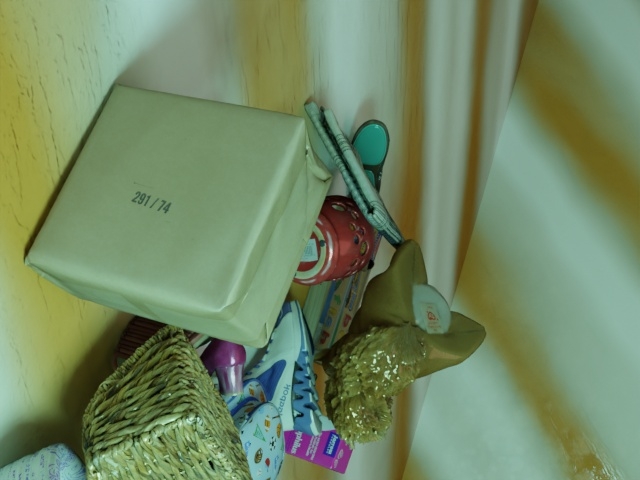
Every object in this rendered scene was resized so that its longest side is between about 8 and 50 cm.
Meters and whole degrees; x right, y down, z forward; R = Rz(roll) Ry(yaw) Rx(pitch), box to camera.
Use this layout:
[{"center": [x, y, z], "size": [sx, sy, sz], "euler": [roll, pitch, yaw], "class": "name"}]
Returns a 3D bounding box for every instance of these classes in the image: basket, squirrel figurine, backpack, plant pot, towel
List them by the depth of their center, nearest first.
[{"center": [-0.248, 0.325, 1.303], "size": [0.223, 0.214, 0.299], "euler": [-117, -176, -51], "class": "basket"}, {"center": [-0.187, 0.386, 1.614], "size": [0.263, 0.213, 0.276], "euler": [-56, 149, -60], "class": "backpack"}, {"center": [0.000, 0.000, 1.828], "size": [0.174, 0.191, 0.191], "euler": [-13, 115, -58], "class": "plant pot"}, {"center": [0.111, 0.260, 1.858], "size": [0.370, 0.281, 0.397], "euler": [-38, -174, 42], "class": "squirrel figurine"}, {"center": [0.092, -0.142, 1.867], "size": [0.056, 0.324, 0.312], "euler": [-32, 157, 8], "class": "towel"}]

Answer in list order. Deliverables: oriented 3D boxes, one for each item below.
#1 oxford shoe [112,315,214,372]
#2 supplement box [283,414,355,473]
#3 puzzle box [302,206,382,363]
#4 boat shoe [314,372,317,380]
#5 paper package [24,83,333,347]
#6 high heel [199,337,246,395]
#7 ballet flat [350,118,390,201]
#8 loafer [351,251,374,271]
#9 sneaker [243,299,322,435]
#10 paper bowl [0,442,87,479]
[{"center": [-0.234, 0.161, 1.465], "size": [0.348, 0.123, 0.130], "euler": [-45, 148, -48], "class": "oxford shoe"}, {"center": [-0.037, 0.457, 1.960], "size": [0.111, 0.220, 0.114], "euler": [-70, 157, -14], "class": "supplement box"}, {"center": [0.049, 0.128, 2.186], "size": [0.272, 0.052, 0.408], "euler": [40, 66, -66], "class": "puzzle box"}, {"center": [-0.048, 0.360, 2.112], "size": [0.125, 0.038, 0.046], "euler": [-14, 116, -65], "class": "boat shoe"}, {"center": [-0.191, -0.040, 1.182], "size": [0.168, 0.325, 0.309], "euler": [57, 50, -61], "class": "paper package"}, {"center": [-0.197, 0.207, 1.511], "size": [0.244, 0.082, 0.117], "euler": [179, -94, -70], "class": "high heel"}, {"center": [0.119, -0.205, 2.111], "size": [0.096, 0.095, 0.280], "euler": [-77, 177, -49], "class": "ballet flat"}, {"center": [0.097, 0.052, 2.117], "size": [0.148, 0.050, 0.056], "euler": [-5, 107, -66], "class": "loafer"}, {"center": [-0.105, 0.287, 1.835], "size": [0.127, 0.182, 0.315], "euler": [72, 10, -55], "class": "sneaker"}, {"center": [-0.377, 0.440, 1.153], "size": [0.148, 0.284, 0.284], "euler": [-24, 139, -9], "class": "paper bowl"}]
